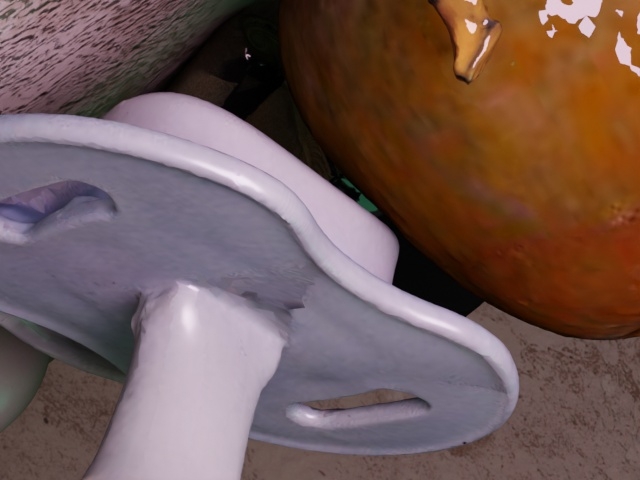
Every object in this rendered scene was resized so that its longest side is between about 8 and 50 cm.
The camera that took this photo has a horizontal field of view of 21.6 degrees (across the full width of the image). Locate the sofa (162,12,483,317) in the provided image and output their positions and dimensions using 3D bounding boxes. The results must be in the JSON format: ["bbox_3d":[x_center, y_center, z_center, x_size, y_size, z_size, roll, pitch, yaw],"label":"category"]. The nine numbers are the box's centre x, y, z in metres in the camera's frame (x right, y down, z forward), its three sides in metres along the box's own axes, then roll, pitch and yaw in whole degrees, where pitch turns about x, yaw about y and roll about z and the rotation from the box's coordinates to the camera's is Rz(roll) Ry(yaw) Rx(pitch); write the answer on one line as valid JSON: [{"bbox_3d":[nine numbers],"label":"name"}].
[{"bbox_3d":[0.005,-0.046,1.018,0.258,0.182,0.200,4,145,-40],"label":"sofa"}]

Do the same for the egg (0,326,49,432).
[{"bbox_3d":[-0.218,0.071,0.956,0.135,0.103,0.103,-33,179,-17],"label":"egg"}]

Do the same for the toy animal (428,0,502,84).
[{"bbox_3d":[0.025,-0.135,0.508,0.114,0.116,0.255,-60,175,-2],"label":"toy animal"}]

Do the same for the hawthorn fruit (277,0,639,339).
[{"bbox_3d":[0.140,-0.077,0.741,0.267,0.301,0.268,-36,174,-5],"label":"hawthorn fruit"}]

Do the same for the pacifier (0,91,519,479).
[{"bbox_3d":[-0.066,0.072,0.719,0.244,0.299,0.233,-19,-133,41],"label":"pacifier"}]
